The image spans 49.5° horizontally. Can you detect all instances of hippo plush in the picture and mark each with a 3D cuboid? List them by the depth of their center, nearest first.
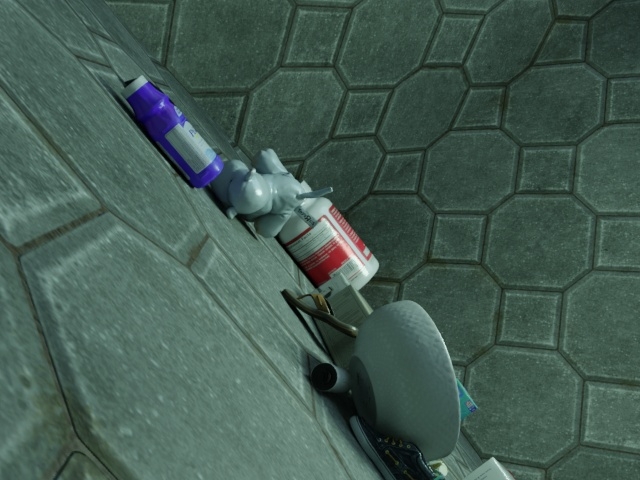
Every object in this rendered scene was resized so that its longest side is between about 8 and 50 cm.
[{"bbox_3d":[-0.178,-0.107,1.877,0.294,0.234,0.236,37,27,29],"label":"hippo plush"}]

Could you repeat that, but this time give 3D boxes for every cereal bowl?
[{"bbox_3d":[0.151,0.302,1.449,0.339,0.141,0.339,169,-90,-73],"label":"cereal bowl"}]

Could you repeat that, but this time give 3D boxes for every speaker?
[{"bbox_3d":[0.025,0.274,1.371,0.055,0.055,0.136,53,4,21],"label":"speaker"}]

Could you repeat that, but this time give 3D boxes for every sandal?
[{"bbox_3d":[0.006,0.168,1.707,0.219,0.060,0.090,26,-5,24],"label":"sandal"}]

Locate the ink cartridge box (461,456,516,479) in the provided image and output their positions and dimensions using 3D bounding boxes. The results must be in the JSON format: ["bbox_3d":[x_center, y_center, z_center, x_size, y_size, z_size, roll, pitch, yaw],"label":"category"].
[{"bbox_3d":[0.543,0.803,1.840,0.385,0.160,0.279,55,4,38],"label":"ink cartridge box"}]

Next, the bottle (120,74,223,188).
[{"bbox_3d":[-0.346,-0.254,1.623,0.283,0.092,0.118,51,5,-17],"label":"bottle"}]

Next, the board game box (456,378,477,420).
[{"bbox_3d":[0.284,0.443,1.738,0.047,0.210,0.160,52,3,-1],"label":"board game box"}]

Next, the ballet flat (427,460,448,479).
[{"bbox_3d":[0.277,0.560,1.660,0.070,0.070,0.188,52,3,10],"label":"ballet flat"}]

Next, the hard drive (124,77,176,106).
[{"bbox_3d":[-0.424,-0.348,1.895,0.172,0.054,0.254,53,3,10],"label":"hard drive"}]

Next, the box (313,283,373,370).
[{"bbox_3d":[0.097,0.256,1.781,0.121,0.148,0.311,50,5,-27],"label":"box"}]

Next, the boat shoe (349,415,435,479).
[{"bbox_3d":[0.137,0.397,1.327,0.183,0.083,0.065,53,4,17],"label":"boat shoe"}]

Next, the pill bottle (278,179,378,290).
[{"bbox_3d":[0.000,0.000,2.439,0.408,0.229,0.229,52,3,-7],"label":"pill bottle"}]

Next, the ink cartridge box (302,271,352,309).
[{"bbox_3d":[0.024,0.153,1.953,0.056,0.135,0.099,56,5,13],"label":"ink cartridge box"}]
